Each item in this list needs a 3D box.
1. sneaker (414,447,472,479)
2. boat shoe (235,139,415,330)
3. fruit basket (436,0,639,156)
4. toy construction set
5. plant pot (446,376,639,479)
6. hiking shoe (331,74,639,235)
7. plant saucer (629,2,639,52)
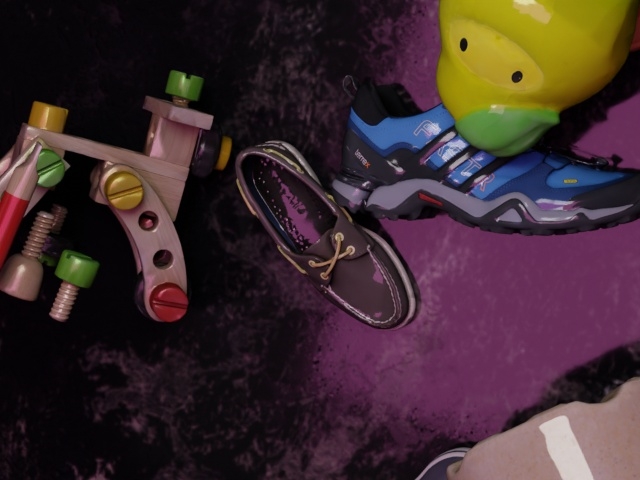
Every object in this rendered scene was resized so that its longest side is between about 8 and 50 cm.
[{"bbox_3d":[0.096,0.356,1.687,0.126,0.127,0.321,19,98,17],"label":"sneaker"},{"bbox_3d":[0.000,0.000,1.716,0.081,0.068,0.228,-44,81,16],"label":"boat shoe"},{"bbox_3d":[0.207,-0.259,1.503,0.392,0.283,0.392,-2,75,7],"label":"fruit basket"},{"bbox_3d":[-0.214,-0.064,1.672,0.257,0.309,0.237,24,96,6],"label":"toy construction set"},{"bbox_3d":[0.266,0.294,1.548,0.334,0.334,0.305,-26,75,18],"label":"plant pot"},{"bbox_3d":[0.155,-0.077,1.638,0.304,0.113,0.132,6,97,17],"label":"hiking shoe"},{"bbox_3d":[0.259,-0.269,1.631,0.200,0.037,0.200,2,95,18],"label":"plant saucer"}]
